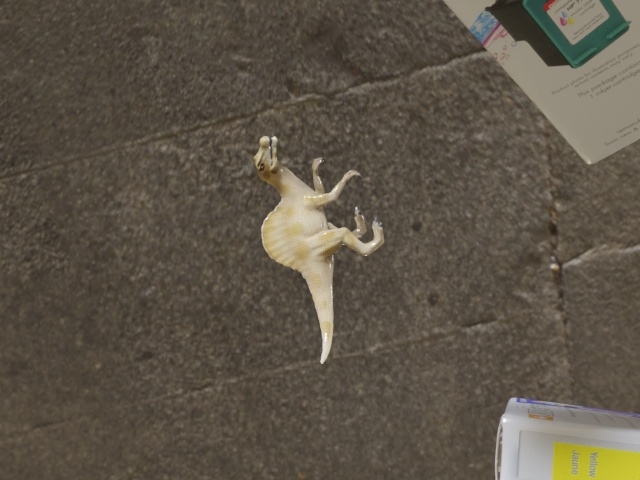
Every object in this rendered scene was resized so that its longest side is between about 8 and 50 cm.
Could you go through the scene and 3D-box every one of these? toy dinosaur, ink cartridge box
[{"bbox_3d":[0.000,0.000,0.641,0.092,0.053,0.183,-19,90,-14],"label":"toy dinosaur"},{"bbox_3d":[0.308,0.183,0.658,0.307,0.303,0.072,6,81,16],"label":"ink cartridge box"},{"bbox_3d":[0.095,-0.159,0.377,0.078,0.134,0.231,-30,132,30],"label":"ink cartridge box"}]
